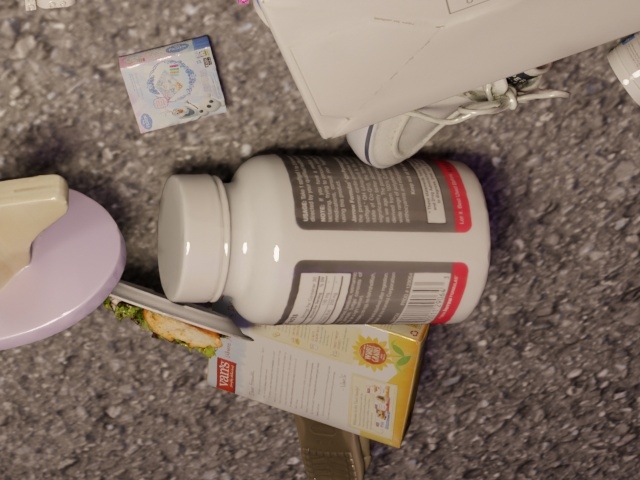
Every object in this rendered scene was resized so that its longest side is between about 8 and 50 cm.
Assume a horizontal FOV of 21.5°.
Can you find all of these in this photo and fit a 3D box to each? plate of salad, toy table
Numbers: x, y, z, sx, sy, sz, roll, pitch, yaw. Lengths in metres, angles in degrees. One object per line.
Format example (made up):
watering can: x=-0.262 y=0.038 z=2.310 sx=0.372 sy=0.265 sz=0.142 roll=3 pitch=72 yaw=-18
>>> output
plate of salad: x=-0.167 y=0.082 z=1.780 sx=0.200 sy=0.200 sz=0.048 roll=19 pitch=89 yaw=-32
toy table: x=-0.341 y=-0.004 z=1.607 sx=0.274 sy=0.252 sz=0.161 roll=-18 pitch=154 yaw=2

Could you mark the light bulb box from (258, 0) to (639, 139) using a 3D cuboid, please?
light bulb box: x=0.098 y=-0.323 z=1.256 sx=0.358 sy=0.361 sz=0.225 roll=-19 pitch=155 yaw=4

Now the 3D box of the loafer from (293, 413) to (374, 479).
loafer: x=0.015 y=0.176 z=1.996 sx=0.102 sy=0.092 sz=0.268 roll=9 pitch=124 yaw=17

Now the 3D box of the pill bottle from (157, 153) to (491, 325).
pill bottle: x=0.000 y=0.000 z=1.738 sx=0.318 sy=0.176 sz=0.176 roll=1 pitch=135 yaw=-18

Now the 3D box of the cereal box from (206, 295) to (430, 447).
cereal box: x=-0.007 y=0.125 z=1.876 sx=0.240 sy=0.047 sz=0.173 roll=18 pitch=132 yaw=11

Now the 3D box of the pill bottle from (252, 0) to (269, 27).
pill bottle: x=0.004 y=-0.247 z=1.496 sx=0.078 sy=0.078 sz=0.137 roll=14 pitch=137 yaw=-29

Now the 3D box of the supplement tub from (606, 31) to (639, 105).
supplement tub: x=0.355 y=-0.193 z=1.719 sx=0.107 sy=0.071 sz=0.071 roll=-33 pitch=135 yaw=18

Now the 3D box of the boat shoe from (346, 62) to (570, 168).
boat shoe: x=0.166 y=-0.177 z=1.595 sx=0.136 sy=0.156 sz=0.367 roll=-14 pitch=146 yaw=-52

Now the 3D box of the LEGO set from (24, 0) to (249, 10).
LEGO set: x=-0.160 y=-0.248 z=1.488 sx=0.227 sy=0.093 sz=0.087 roll=-7 pitch=137 yaw=-10

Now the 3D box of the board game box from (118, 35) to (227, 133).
board game box: x=-0.144 y=-0.152 z=1.649 sx=0.090 sy=0.020 sz=0.090 roll=-15 pitch=138 yaw=-2
